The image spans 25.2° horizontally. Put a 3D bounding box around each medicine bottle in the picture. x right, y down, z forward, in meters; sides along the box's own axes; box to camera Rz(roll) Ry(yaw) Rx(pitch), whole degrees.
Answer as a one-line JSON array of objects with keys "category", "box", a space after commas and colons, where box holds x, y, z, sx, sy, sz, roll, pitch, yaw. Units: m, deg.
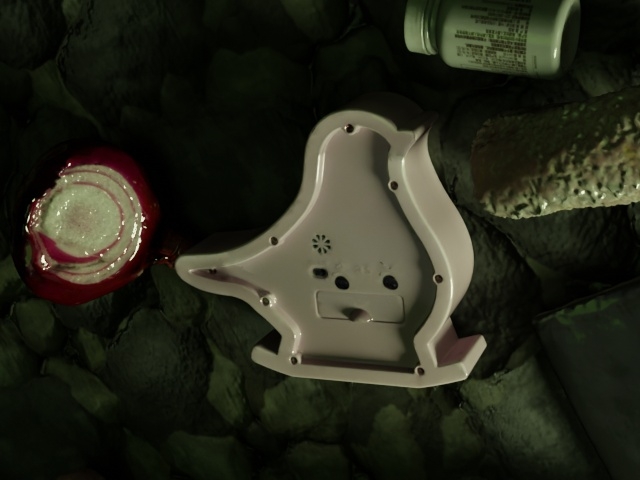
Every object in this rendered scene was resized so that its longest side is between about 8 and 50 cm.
[{"category": "medicine bottle", "box": [0.147, -0.184, 1.231, 0.140, 0.079, 0.079, 11, 114, 22]}]

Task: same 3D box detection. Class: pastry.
[{"category": "pastry", "box": [0.243, -0.076, 1.214, 0.265, 0.112, 0.103, -10, 95, 27]}]

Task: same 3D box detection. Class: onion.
[{"category": "onion", "box": [-0.220, -0.016, 1.458, 0.198, 0.135, 0.173, 19, 104, -26]}]

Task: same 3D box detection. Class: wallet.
[{"category": "wallet", "box": [0.377, 0.124, 1.276, 0.323, 0.041, 0.247, -24, 98, 33]}]

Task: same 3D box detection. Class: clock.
[{"category": "clock", "box": [0.000, 0.000, 1.376, 0.290, 0.080, 0.275, -1, 109, 24]}]

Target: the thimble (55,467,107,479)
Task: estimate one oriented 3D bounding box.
[{"category": "thimble", "box": [-0.279, 0.355, 1.599, 0.125, 0.163, 0.189, 36, 111, 6]}]
